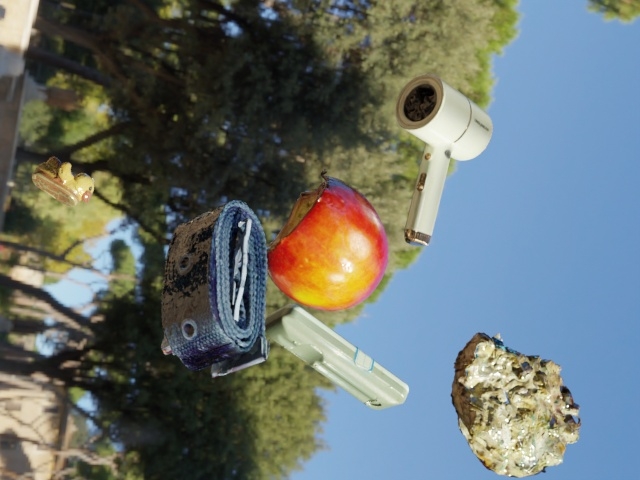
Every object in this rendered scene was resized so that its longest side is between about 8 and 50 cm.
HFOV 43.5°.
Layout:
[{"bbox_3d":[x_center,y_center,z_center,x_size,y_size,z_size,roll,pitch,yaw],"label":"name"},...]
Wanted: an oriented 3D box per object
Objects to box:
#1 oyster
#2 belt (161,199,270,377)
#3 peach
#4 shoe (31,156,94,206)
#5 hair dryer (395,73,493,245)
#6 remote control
[{"bbox_3d":[0.313,0.260,1.293,0.260,0.198,0.092,59,-19,2],"label":"oyster"},{"bbox_3d":[-0.145,0.059,1.035,0.128,0.122,0.218,-22,-129,31],"label":"belt"},{"bbox_3d":[0.000,0.000,1.184,0.226,0.189,0.196,58,14,-53],"label":"peach"},{"bbox_3d":[-0.482,-0.115,1.506,0.072,0.109,0.069,93,18,-54],"label":"shoe"},{"bbox_3d":[0.235,-0.144,1.687,0.128,0.203,0.362,8,-99,44],"label":"hair dryer"},{"bbox_3d":[0.030,0.257,1.705,0.128,0.335,0.066,-32,-155,54],"label":"remote control"}]
